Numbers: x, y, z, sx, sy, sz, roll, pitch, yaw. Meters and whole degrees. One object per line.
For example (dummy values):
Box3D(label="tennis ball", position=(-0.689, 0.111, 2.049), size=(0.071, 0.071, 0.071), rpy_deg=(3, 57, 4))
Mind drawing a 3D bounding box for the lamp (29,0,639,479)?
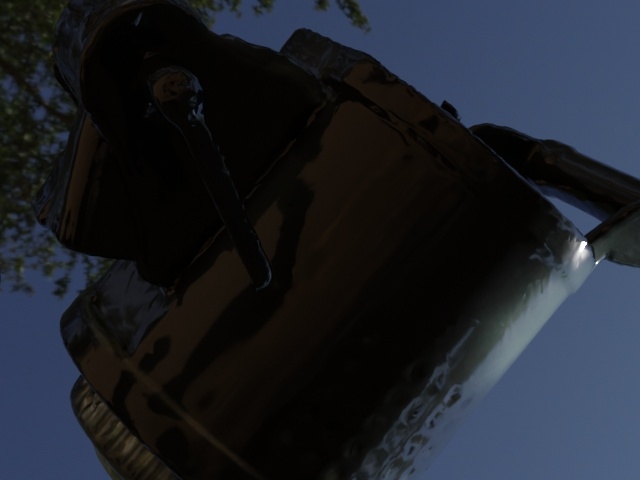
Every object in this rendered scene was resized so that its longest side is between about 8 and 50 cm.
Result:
Box3D(label="lamp", position=(0.005, 0.039, 0.524), size=(0.205, 0.374, 0.272), rpy_deg=(41, -69, 53))
